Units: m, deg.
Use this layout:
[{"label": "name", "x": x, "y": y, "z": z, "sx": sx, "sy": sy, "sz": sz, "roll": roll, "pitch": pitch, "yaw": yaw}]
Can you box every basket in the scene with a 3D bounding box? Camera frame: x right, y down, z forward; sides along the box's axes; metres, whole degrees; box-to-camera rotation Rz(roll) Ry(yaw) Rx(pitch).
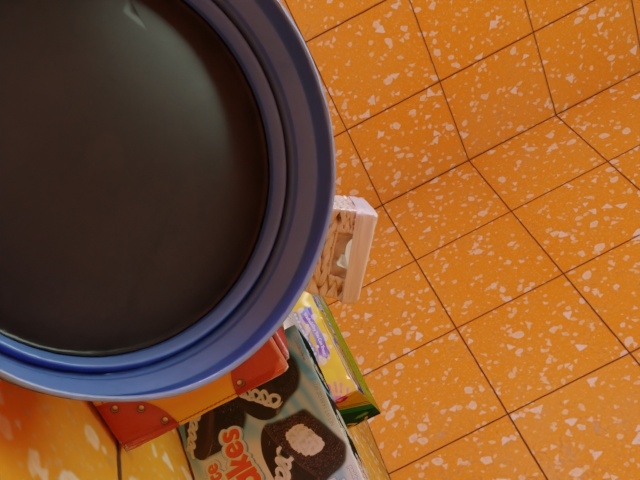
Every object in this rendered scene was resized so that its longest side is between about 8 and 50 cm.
[{"label": "basket", "x": 0.000, "y": 0.000, "z": 0.987, "sx": 0.167, "sy": 0.103, "sz": 0.113, "roll": -113, "pitch": -145, "yaw": -81}]

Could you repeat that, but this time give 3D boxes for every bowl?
[{"label": "bowl", "x": -0.162, "y": -0.070, "z": 0.651, "sx": 0.077, "sy": 0.391, "sz": 0.391, "roll": -4, "pitch": -61, "yaw": 53}]

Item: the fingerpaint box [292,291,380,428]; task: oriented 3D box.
[{"label": "fingerpaint box", "x": -0.048, "y": 0.220, "z": 1.920, "sx": 0.444, "sy": 0.163, "sz": 0.371, "roll": 63, "pitch": 1, "yaw": 22}]

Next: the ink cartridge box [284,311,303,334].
[{"label": "ink cartridge box", "x": -0.096, "y": 0.204, "z": 1.586, "sx": 0.283, "sy": 0.117, "sz": 0.207, "roll": 64, "pitch": 3, "yaw": 20}]

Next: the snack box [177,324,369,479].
[{"label": "snack box", "x": -0.046, "y": 0.280, "z": 0.960, "sx": 0.322, "sy": 0.187, "sz": 0.060, "roll": 64, "pitch": 3, "yaw": 31}]

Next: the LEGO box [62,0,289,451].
[{"label": "LEGO box", "x": -0.239, "y": -0.092, "z": 0.894, "sx": 0.500, "sy": 0.193, "sz": 0.372, "roll": 62, "pitch": 2, "yaw": -17}]
